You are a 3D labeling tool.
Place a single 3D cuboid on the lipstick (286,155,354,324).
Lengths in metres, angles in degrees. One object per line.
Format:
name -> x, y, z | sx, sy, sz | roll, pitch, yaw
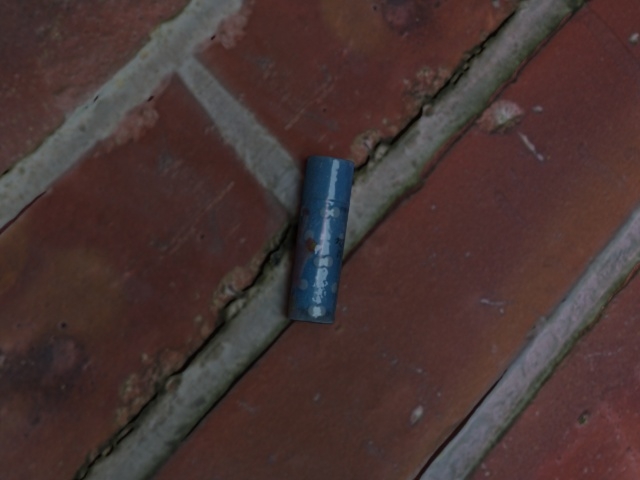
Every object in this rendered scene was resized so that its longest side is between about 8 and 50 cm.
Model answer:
lipstick -> 0.000, 0.000, 1.350 | 0.048, 0.048, 0.158 | 9, 87, -25
